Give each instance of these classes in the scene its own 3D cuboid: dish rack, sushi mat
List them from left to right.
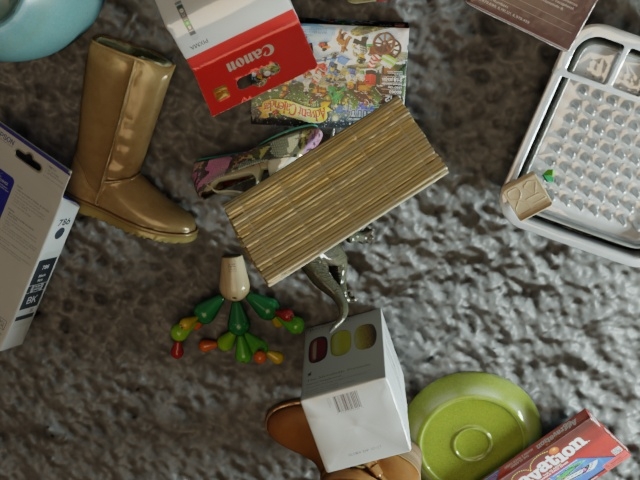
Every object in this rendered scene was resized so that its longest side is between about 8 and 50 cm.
[{"bbox_3d":[0.018,-0.074,1.793,0.316,0.019,0.151,-33,70,-1],"label":"sushi mat"},{"bbox_3d":[0.446,-0.146,1.857,0.285,0.072,0.333,19,110,-7],"label":"dish rack"}]

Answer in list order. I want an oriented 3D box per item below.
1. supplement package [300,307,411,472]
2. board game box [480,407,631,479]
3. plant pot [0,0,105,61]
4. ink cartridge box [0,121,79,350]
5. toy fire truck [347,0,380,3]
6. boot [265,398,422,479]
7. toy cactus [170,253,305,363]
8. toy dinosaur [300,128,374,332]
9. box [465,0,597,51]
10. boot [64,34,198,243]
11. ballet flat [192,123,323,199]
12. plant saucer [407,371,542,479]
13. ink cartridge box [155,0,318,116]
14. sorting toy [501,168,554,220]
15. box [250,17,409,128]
[{"bbox_3d":[0.054,0.229,1.919,0.139,0.244,0.134,-16,111,7],"label":"supplement package"},{"bbox_3d":[0.372,0.402,2.069,0.281,0.027,0.145,-38,126,15],"label":"board game box"},{"bbox_3d":[-0.456,-0.379,1.724,0.290,0.195,0.290,0,111,1],"label":"plant pot"},{"bbox_3d":[-0.482,-0.009,1.905,0.165,0.065,0.333,35,113,19],"label":"ink cartridge box"},{"bbox_3d":[0.134,-0.461,1.718,0.246,0.158,0.217,-5,111,14],"label":"toy fire truck"},{"bbox_3d":[0.022,0.370,1.979,0.283,0.220,0.109,23,115,5],"label":"boot"},{"bbox_3d":[-0.140,0.114,1.967,0.219,0.112,0.180,-2,102,12],"label":"toy cactus"},{"bbox_3d":[0.000,0.000,1.857,0.121,0.313,0.160,-11,138,33],"label":"toy dinosaur"},{"bbox_3d":[0.311,-0.400,1.709,0.167,0.168,0.203,25,110,-7],"label":"box"},{"bbox_3d":[-0.269,-0.148,1.865,0.236,0.089,0.269,18,110,-3],"label":"boot"},{"bbox_3d":[-0.093,-0.109,1.865,0.221,0.077,0.079,-16,69,18],"label":"ballet flat"},{"bbox_3d":[0.255,0.336,2.068,0.241,0.037,0.241,1,112,2],"label":"plant saucer"},{"bbox_3d":[-0.129,-0.319,1.773,0.181,0.056,0.225,-24,84,10],"label":"ink cartridge box"},{"bbox_3d":[0.323,-0.073,1.847,0.083,0.012,0.062,-29,103,17],"label":"sorting toy"},{"bbox_3d":[0.013,-0.251,1.841,0.233,0.044,0.159,2,111,1],"label":"box"}]
